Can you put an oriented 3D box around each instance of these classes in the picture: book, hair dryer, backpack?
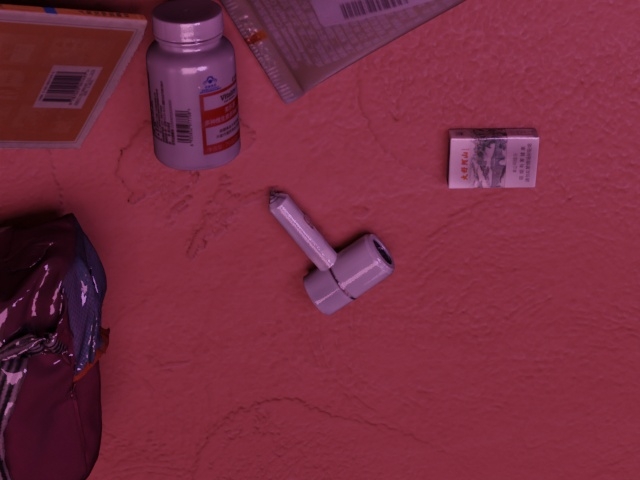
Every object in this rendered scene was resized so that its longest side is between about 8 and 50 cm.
[{"bbox_3d":[-0.283,-0.137,1.231,0.241,0.018,0.170,-1,142,-38],"label":"book"},{"bbox_3d":[0.000,0.000,1.397,0.082,0.047,0.137,-36,108,17],"label":"hair dryer"},{"bbox_3d":[-0.337,0.142,1.378,0.283,0.197,0.317,-3,121,-2],"label":"backpack"}]

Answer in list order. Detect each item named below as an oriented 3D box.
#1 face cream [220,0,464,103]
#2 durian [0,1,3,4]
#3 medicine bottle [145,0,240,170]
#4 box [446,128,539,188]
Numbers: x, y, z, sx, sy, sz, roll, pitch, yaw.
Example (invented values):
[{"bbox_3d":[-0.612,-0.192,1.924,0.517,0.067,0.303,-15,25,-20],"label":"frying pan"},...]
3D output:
[{"bbox_3d":[0.080,-0.239,1.244,0.341,0.084,0.137,-23,117,21],"label":"face cream"},{"bbox_3d":[-0.345,-0.216,1.212,0.168,0.137,0.158,21,129,-28],"label":"durian"},{"bbox_3d":[-0.113,-0.139,1.289,0.079,0.079,0.140,-2,120,-1],"label":"medicine bottle"},{"bbox_3d":[0.161,-0.077,1.364,0.083,0.024,0.054,-1,122,-1],"label":"box"}]
